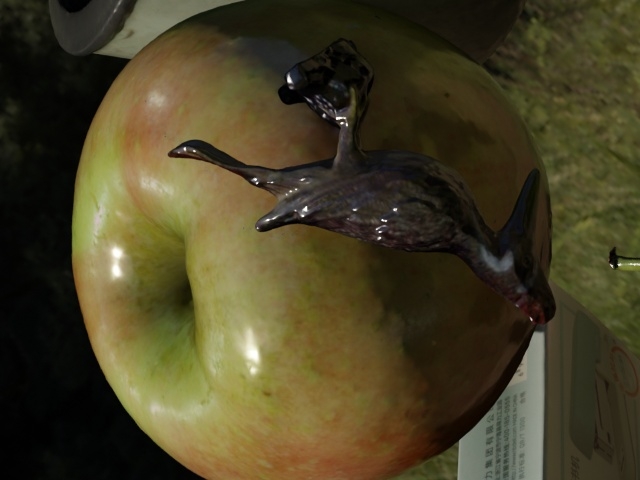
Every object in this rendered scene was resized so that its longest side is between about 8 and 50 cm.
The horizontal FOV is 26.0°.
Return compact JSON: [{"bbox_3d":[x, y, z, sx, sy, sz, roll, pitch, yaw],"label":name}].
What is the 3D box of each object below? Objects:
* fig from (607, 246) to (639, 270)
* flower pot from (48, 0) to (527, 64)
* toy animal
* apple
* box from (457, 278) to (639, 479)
[{"bbox_3d":[0.456,0.010,1.633,0.259,0.151,0.151,-33,43,33],"label":"fig"},{"bbox_3d":[-0.015,-0.253,1.065,0.293,0.330,0.293,-36,49,56],"label":"flower pot"},{"bbox_3d":[0.035,-0.024,0.679,0.105,0.202,0.070,-56,6,3],"label":"toy animal"},{"bbox_3d":[0.000,0.000,0.876,0.319,0.277,0.319,16,110,51],"label":"apple"},{"bbox_3d":[0.165,0.169,0.964,0.079,0.135,0.269,-29,36,34],"label":"box"}]
